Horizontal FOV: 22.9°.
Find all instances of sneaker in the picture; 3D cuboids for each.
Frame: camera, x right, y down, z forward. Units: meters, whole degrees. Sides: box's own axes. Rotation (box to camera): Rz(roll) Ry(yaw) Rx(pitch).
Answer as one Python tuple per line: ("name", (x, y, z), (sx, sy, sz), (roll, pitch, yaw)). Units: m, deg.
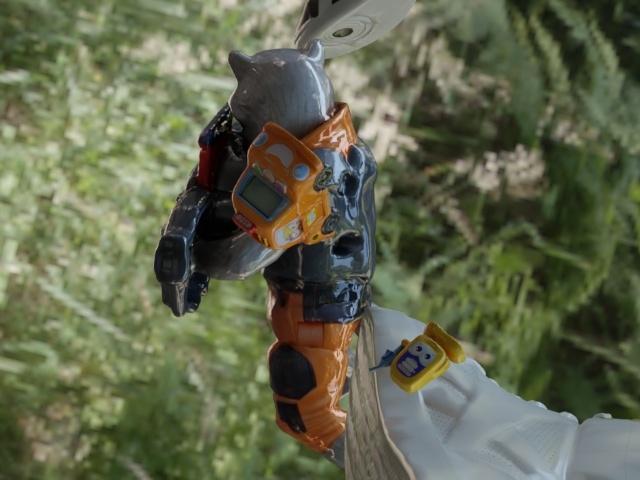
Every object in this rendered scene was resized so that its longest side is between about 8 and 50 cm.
("sneaker", (0.037, -0.250, 1.324), (0.217, 0.079, 0.121), (-38, -116, 49))
("sneaker", (0.106, 0.121, 0.850), (0.292, 0.169, 0.108), (-109, -156, -69))

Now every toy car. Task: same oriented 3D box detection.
("toy car", (0.008, 0.010, 0.644), (0.040, 0.122, 0.060), (-40, 168, -19))

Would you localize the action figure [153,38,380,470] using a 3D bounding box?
("action figure", (0.000, 0.000, 1.182), (0.341, 0.179, 0.330), (-74, 155, -60))
